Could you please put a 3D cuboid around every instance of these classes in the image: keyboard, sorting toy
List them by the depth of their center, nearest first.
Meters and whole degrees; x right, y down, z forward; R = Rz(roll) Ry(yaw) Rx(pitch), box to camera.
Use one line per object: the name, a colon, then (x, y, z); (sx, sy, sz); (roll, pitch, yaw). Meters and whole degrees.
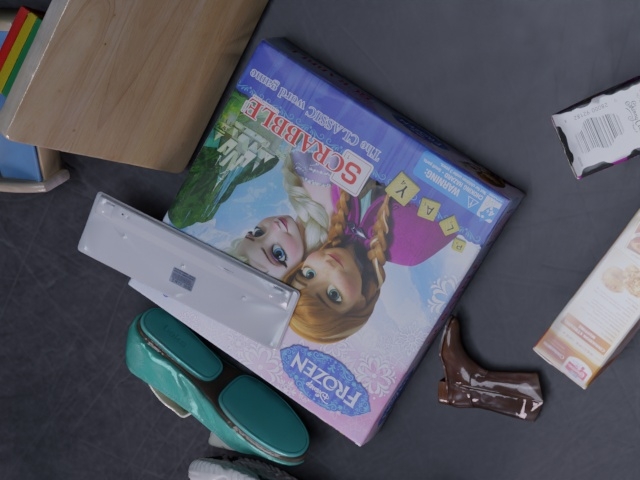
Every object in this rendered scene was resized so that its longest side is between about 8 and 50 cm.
sorting toy: (-0.202, -0.217, 1.896); (0.089, 0.255, 0.257); (38, 108, 37)
keyboard: (-0.144, 0.032, 1.957); (0.256, 0.014, 0.072); (26, 111, 16)

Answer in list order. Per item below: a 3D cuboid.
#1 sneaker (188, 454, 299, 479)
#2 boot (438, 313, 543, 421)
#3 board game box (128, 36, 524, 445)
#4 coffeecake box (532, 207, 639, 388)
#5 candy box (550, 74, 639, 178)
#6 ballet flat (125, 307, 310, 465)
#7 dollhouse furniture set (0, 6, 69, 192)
sneaker: (-0.050, 0.335, 1.992); (0.235, 0.094, 0.153); (18, 95, 6)
boot: (0.182, 0.134, 1.910); (0.114, 0.037, 0.106); (9, 114, 22)
board game box: (0.000, 0.000, 1.939); (0.319, 0.066, 0.318); (33, 108, 13)
coffeecake box: (0.303, 0.044, 1.797); (0.068, 0.142, 0.185); (38, 108, 11)
candy box: (0.352, -0.140, 1.743); (0.233, 0.159, 0.071); (-23, 91, 22)
ballet flat: (-0.117, 0.175, 2.011); (0.247, 0.083, 0.087); (39, 133, 11)
dollhouse furniture set: (-0.466, -0.114, 1.941); (0.286, 0.303, 0.198); (7, 116, 32)
